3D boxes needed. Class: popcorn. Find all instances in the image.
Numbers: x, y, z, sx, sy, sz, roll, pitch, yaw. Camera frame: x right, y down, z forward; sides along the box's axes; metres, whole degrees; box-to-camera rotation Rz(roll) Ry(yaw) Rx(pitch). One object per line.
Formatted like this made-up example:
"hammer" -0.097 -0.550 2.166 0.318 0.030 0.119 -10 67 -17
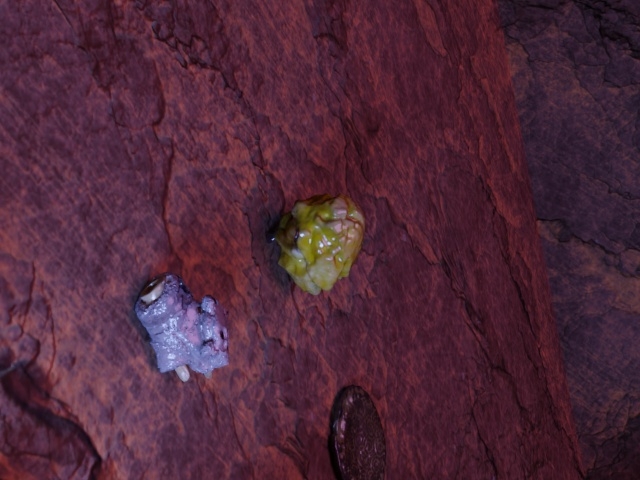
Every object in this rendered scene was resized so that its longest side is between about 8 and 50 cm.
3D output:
"popcorn" 0.000 0.000 1.458 0.152 0.167 0.148 11 30 -24

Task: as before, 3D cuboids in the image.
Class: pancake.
"pancake" 0.067 0.343 1.590 0.199 0.021 0.199 31 54 -55

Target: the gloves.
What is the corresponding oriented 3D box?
"gloves" -0.164 0.106 1.175 0.144 0.094 0.110 39 35 -40
